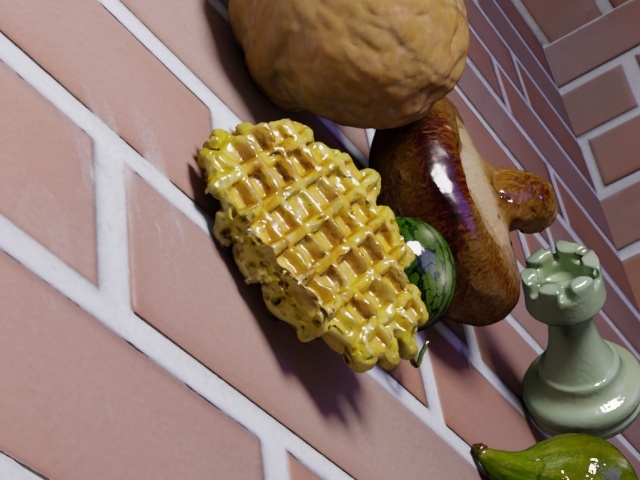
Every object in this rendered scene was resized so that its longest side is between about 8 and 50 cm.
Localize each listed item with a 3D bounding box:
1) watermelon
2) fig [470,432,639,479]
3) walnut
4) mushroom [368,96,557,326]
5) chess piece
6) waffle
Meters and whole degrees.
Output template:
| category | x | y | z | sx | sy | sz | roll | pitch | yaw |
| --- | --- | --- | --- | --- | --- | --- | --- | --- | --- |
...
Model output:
| category | x | y | z | sx | sy | sz | roll | pitch | yaw |
| --- | --- | --- | --- | --- | --- | --- | --- | --- | --- |
| watermelon | 0.102 | 0.064 | 1.686 | 0.140 | 0.140 | 0.187 | 13 | 62 | -65 |
| fig | 0.306 | 0.352 | 1.848 | 0.235 | 0.203 | 0.203 | 16 | 34 | -9 |
| walnut | 0.032 | -0.291 | 1.766 | 0.344 | 0.306 | 0.306 | 22 | 44 | -63 |
| mushroom | 0.181 | -0.041 | 1.949 | 0.345 | 0.239 | 0.345 | 38 | 13 | -11 |
| chess piece | 0.391 | 0.150 | 2.105 | 0.195 | 0.194 | 0.299 | -92 | 167 | -51 |
| waffle | -0.002 | 0.002 | 1.513 | 0.307 | 0.060 | 0.312 | 12 | 50 | -42 |
